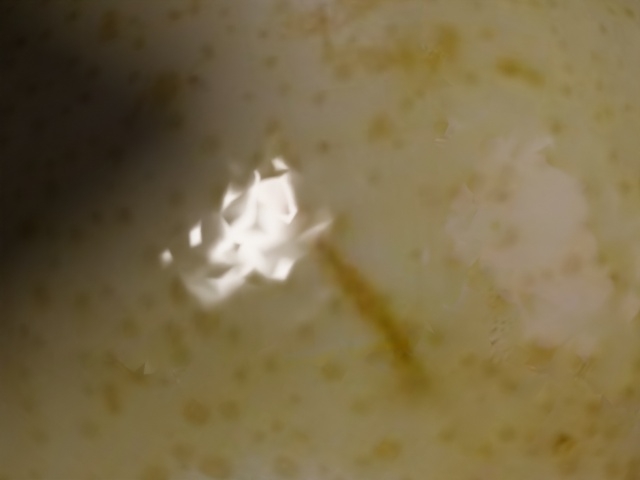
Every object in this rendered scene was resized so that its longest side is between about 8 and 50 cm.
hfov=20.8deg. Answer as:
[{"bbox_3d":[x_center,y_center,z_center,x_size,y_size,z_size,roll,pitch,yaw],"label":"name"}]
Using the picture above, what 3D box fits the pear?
[{"bbox_3d":[0.000,0.000,0.521,0.309,0.309,0.309,9,77,-44],"label":"pear"}]
